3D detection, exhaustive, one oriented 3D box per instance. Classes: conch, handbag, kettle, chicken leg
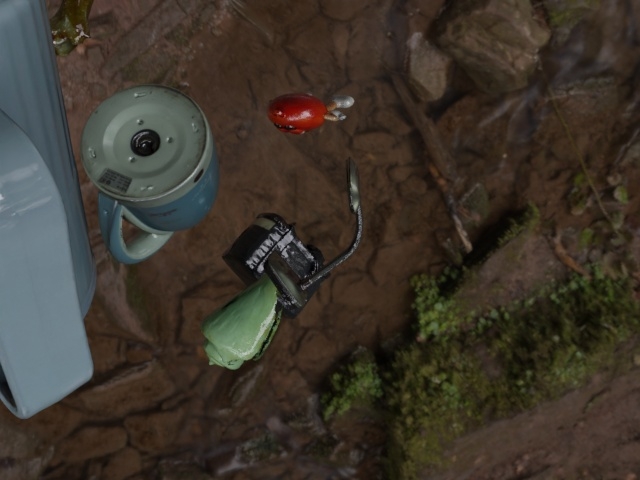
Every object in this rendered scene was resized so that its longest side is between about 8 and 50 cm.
[{"bbox_3d":[-0.156,0.183,1.378,0.250,0.143,0.137,-35,102,9],"label":"conch"},{"bbox_3d":[-0.109,0.058,1.607,0.181,0.181,0.254,-49,114,-19],"label":"handbag"},{"bbox_3d":[-0.347,-0.103,1.321,0.319,0.247,0.342,-55,169,-16],"label":"kettle"},{"bbox_3d":[-0.443,-0.550,1.235,0.211,0.361,0.140,-10,169,25],"label":"chicken leg"}]

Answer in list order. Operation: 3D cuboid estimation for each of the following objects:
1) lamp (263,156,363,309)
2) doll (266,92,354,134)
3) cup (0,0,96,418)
[{"bbox_3d":[0.007,0.003,1.143,0.124,0.203,0.283,39,104,-3],"label":"lamp"},{"bbox_3d":[-0.033,-0.280,1.371,0.183,0.217,0.085,9,114,19],"label":"doll"},{"bbox_3d":[-0.316,-0.041,0.468,0.256,0.331,0.311,-6,135,-17],"label":"cup"}]
